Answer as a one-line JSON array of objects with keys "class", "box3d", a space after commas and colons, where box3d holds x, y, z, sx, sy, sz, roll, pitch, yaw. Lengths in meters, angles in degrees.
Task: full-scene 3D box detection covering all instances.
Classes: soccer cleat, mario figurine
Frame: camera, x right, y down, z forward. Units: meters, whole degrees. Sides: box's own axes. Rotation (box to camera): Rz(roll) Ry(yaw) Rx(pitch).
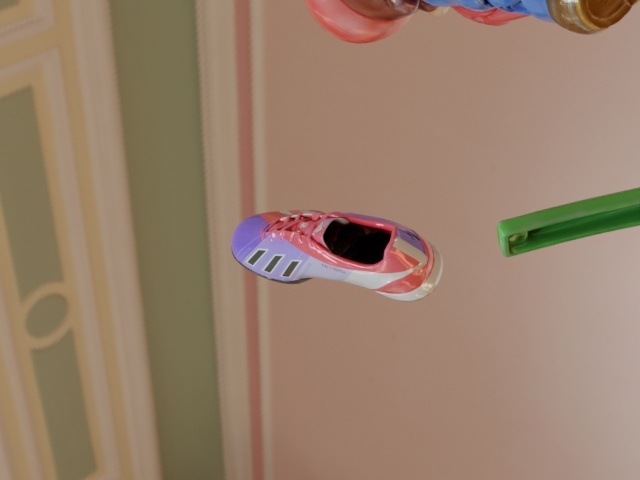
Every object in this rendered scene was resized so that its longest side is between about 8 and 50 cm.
[{"class": "soccer cleat", "box3d": [0.000, 0.000, 1.399, 0.116, 0.318, 0.108, 42, -115, -50]}, {"class": "mario figurine", "box3d": [0.084, -0.225, 0.722, 0.170, 0.320, 0.198, -30, -66, -16]}]

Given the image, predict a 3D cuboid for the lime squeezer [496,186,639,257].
[{"class": "lime squeezer", "box3d": [0.230, -0.003, 0.412, 0.110, 0.310, 0.059, -67, -26, -23]}]
